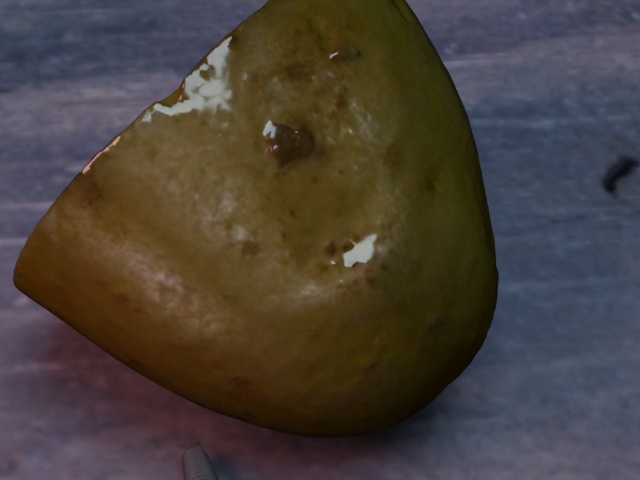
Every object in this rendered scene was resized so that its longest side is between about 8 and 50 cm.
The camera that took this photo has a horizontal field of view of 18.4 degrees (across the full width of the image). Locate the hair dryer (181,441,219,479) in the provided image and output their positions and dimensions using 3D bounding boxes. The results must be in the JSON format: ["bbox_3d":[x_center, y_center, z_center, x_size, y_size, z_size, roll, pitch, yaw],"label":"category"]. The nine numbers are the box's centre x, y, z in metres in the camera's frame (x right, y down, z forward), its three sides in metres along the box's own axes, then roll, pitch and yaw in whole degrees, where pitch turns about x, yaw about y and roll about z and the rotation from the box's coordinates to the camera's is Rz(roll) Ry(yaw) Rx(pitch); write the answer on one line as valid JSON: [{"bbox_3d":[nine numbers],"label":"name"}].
[{"bbox_3d":[-0.051,0.152,0.749,0.155,0.044,0.183,-13,50,-22],"label":"hair dryer"}]

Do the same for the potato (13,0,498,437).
[{"bbox_3d":[0.000,0.000,0.808,0.158,0.178,0.203,42,40,3],"label":"potato"}]
